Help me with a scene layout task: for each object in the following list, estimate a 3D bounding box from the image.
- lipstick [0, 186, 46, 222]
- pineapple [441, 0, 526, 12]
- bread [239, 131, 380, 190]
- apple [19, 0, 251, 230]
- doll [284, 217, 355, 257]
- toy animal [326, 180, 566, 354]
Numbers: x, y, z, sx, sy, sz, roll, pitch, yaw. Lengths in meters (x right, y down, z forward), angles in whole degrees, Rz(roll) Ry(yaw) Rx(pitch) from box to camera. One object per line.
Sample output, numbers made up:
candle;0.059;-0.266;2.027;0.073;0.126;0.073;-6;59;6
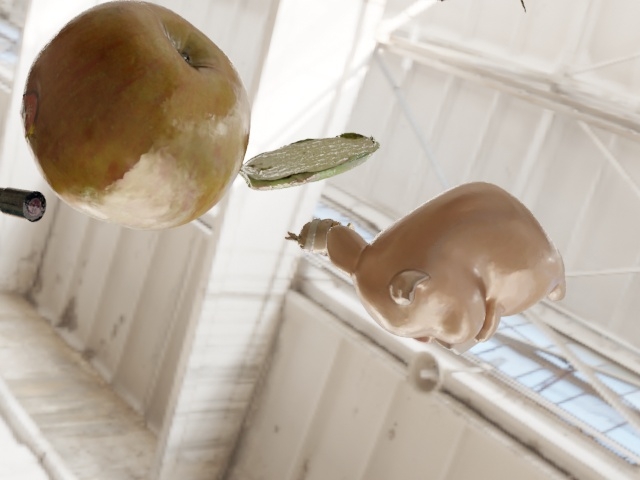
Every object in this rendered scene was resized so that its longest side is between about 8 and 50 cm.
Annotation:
lipstick;-0.574;-0.074;1.725;0.234;0.053;0.053;10;-85;30
pineapple;0.158;-0.446;1.240;0.161;0.158;0.334;94;-8;-55
bread;-0.024;-0.162;2.041;0.301;0.301;0.045;10;-60;50
apple;-0.301;-0.217;1.695;0.333;0.400;0.400;-40;-122;42
doll;0.000;0.000;1.835;0.127;0.084;0.073;-3;-139;19
toy animal;0.167;0.040;1.285;0.195;0.256;0.213;27;-36;52
